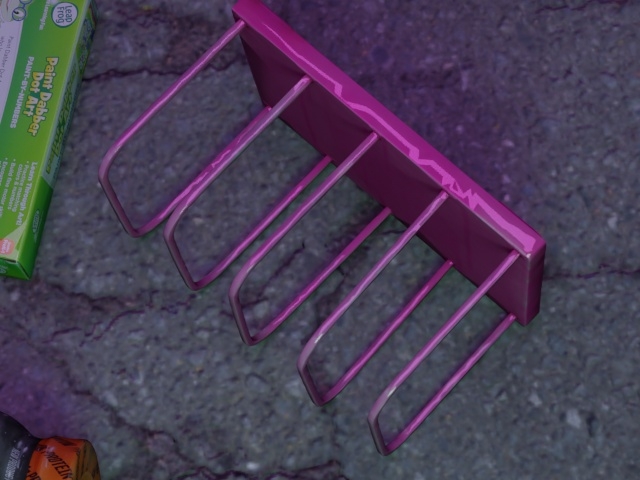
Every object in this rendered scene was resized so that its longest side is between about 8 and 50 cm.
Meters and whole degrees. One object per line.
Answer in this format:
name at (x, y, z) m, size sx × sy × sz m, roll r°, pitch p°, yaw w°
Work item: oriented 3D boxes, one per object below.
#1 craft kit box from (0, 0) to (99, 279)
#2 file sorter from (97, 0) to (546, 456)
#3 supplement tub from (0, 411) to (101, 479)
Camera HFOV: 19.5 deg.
craft kit box at (-0.331, -0.109, 1.535) m, size 0.247 × 0.061 × 0.249 m, roll 10°, pitch 72°, yaw 9°
file sorter at (0.000, 0.000, 1.406) m, size 0.291 × 0.202 × 0.182 m, roll 41°, pitch 81°, yaw 15°
supplement tub at (-0.337, 0.220, 1.340) m, size 0.338 × 0.207 × 0.207 m, roll 1°, pitch 71°, yaw 4°
